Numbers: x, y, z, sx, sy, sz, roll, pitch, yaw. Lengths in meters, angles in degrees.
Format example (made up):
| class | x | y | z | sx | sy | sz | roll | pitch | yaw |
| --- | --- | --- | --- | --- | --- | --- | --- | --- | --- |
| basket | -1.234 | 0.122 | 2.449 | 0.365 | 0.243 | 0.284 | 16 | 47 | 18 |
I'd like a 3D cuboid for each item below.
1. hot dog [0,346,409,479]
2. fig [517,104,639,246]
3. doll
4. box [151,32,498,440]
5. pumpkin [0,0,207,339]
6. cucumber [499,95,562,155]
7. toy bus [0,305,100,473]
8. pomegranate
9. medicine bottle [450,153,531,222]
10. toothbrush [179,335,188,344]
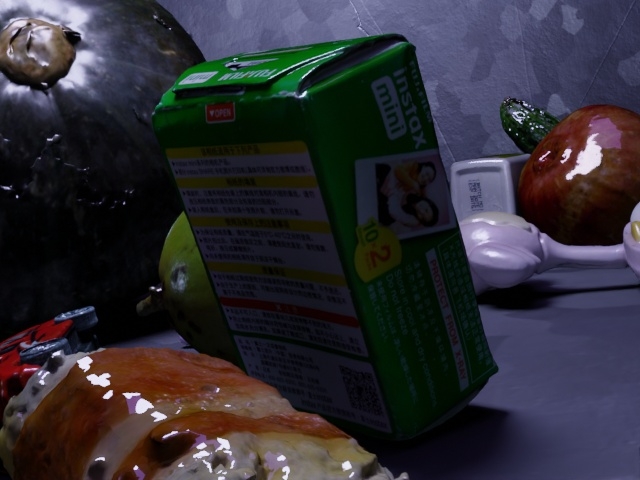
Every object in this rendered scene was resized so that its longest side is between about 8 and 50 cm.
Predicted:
| class | x | y | z | sx | sy | sz | roll | pitch | yaw |
| --- | --- | --- | --- | --- | --- | --- | --- | --- | --- |
| hot dog | -0.045 | 0.110 | 0.394 | 0.146 | 0.103 | 0.213 | 14 | 4 | -33 |
| fig | 0.343 | -0.061 | 1.178 | 0.205 | 0.205 | 0.205 | -6 | 7 | 1 |
| doll | 0.263 | 0.007 | 0.980 | 0.365 | 0.094 | 0.160 | -5 | 10 | 14 |
| box | 0.000 | 0.000 | 0.631 | 0.103 | 0.250 | 0.180 | -31 | 23 | -36 |
| pumpkin | -0.320 | -0.114 | 1.079 | 0.454 | 0.454 | 0.344 | -10 | -19 | -30 |
| cucumber | 0.354 | -0.108 | 1.332 | 0.265 | 0.077 | 0.077 | 32 | 14 | 7 |
| toy bus | -0.192 | 0.103 | 0.655 | 0.089 | 0.081 | 0.195 | -17 | 8 | -4 |
| pomegranate | -0.036 | 0.038 | 0.829 | 0.220 | 0.156 | 0.156 | 12 | 0 | -19 |
| medicine bottle | 0.246 | -0.050 | 1.310 | 0.088 | 0.132 | 0.188 | -4 | 5 | 27 |
| toothbrush | -0.001 | 0.084 | 0.881 | 0.286 | 0.020 | 0.025 | -3 | -1 | 23 |
